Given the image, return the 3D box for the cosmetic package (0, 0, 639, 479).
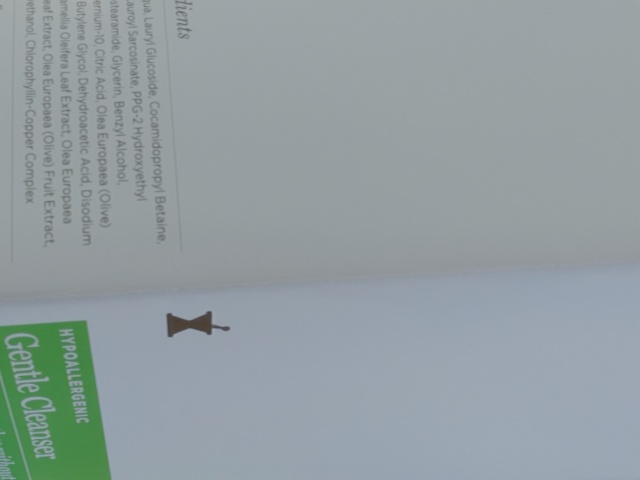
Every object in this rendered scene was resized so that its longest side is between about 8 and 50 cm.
[{"bbox_3d":[0.000,0.000,0.498,0.197,0.366,0.155,95,170,-57],"label":"cosmetic package"}]
